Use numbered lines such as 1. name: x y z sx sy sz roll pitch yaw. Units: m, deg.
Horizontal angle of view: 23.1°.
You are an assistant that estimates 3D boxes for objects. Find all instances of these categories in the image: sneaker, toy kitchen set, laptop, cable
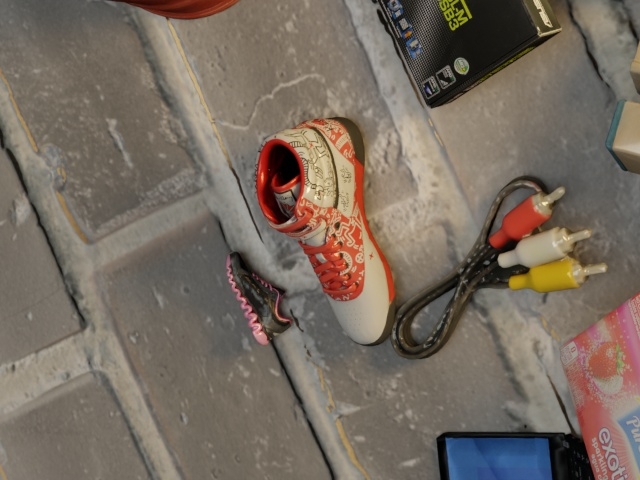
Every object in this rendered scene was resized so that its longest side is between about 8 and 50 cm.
1. sneaker: -0.072 0.063 1.874 0.057 0.047 0.119 -25 91 7
2. sneaker: -0.001 -0.001 1.759 0.090 0.145 0.270 -6 96 36
3. toy kitchen set: 0.297 -0.191 1.632 0.166 0.122 0.207 16 86 21
4. laptop: 0.240 0.342 1.727 0.137 0.264 0.234 -9 98 -11
5. cable: 0.174 0.030 1.734 0.287 0.072 0.139 -30 82 26

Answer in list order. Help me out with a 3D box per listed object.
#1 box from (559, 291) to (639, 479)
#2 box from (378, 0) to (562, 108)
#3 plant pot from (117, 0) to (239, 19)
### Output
1. box: 0.368 0.214 1.550 0.142 0.154 0.299 -44 48 44
2. box: 0.145 -0.263 1.666 0.184 0.045 0.190 -31 81 50
3. plant pot: -0.217 -0.376 1.727 0.272 0.265 0.272 5 101 24
